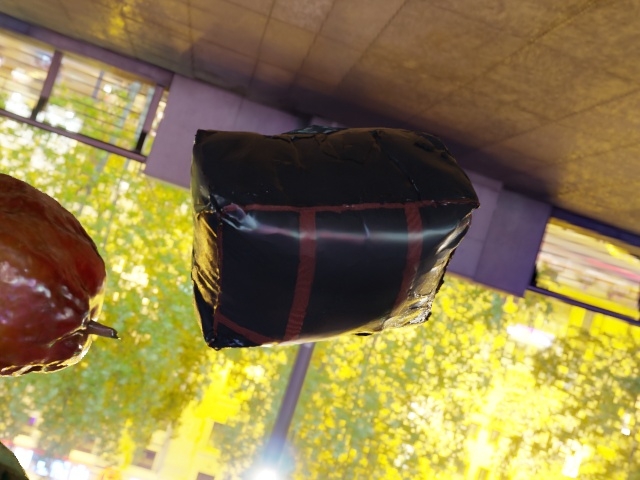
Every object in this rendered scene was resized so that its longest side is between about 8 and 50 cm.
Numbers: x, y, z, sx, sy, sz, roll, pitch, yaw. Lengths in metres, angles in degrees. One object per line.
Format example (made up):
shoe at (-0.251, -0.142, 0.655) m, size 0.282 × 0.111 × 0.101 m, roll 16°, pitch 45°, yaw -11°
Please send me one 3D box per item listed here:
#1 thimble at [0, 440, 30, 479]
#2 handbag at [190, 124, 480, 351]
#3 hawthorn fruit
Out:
thimble at (-0.289, 0.218, 0.437) m, size 0.254 × 0.288 × 0.167 m, roll 8°, pitch 141°, yaw -24°
handbag at (0.000, 0.000, 0.600) m, size 0.215 × 0.169 × 0.155 m, roll -2°, pitch -135°, yaw -17°
hawthorn fruit at (-0.263, 0.027, 0.610) m, size 0.173 × 0.174 × 0.179 m, roll 20°, pitch -177°, yaw -45°
